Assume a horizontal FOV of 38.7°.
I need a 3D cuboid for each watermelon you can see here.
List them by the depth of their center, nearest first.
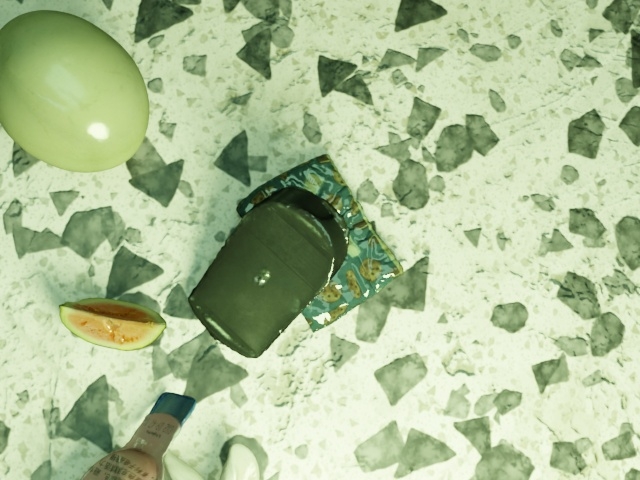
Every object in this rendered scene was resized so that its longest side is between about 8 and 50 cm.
[{"bbox_3d":[-0.321,0.119,1.421,0.163,0.087,0.069,12,49,-8],"label":"watermelon"}]

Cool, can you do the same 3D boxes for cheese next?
[{"bbox_3d":[-0.284,0.348,1.351,0.074,0.189,0.286,52,56,-34],"label":"cheese"}]

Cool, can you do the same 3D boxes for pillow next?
[{"bbox_3d":[-0.002,-0.001,1.505,0.189,0.034,0.256,-32,89,-10],"label":"pillow"}]

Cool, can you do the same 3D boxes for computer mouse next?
[{"bbox_3d":[-0.076,0.046,1.437,0.168,0.087,0.295,43,109,6],"label":"computer mouse"}]

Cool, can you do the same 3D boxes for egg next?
[{"bbox_3d":[-0.384,-0.224,1.386,0.269,0.219,0.219,40,78,5],"label":"egg"}]

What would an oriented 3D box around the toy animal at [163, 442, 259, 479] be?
[{"bbox_3d":[-0.192,0.470,1.347,0.208,0.154,0.325,-5,60,11],"label":"toy animal"}]
